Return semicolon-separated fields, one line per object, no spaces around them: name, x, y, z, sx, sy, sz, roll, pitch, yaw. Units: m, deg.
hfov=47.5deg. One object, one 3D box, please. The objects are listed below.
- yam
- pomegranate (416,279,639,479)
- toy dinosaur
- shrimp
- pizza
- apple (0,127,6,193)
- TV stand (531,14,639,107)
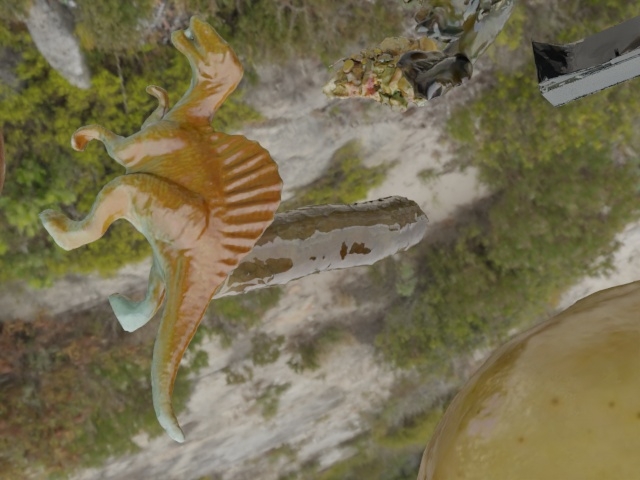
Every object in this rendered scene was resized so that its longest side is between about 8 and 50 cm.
yam;0.000;0.000;0.536;0.241;0.056;0.057;-13;158;-48
pomegranate;0.230;0.204;0.392;0.410;0.410;0.410;-23;160;-9
toy dinosaur;-0.071;-0.013;0.414;0.142;0.212;0.057;-33;166;-2
shrimp;0.092;-0.152;0.465;0.254;0.059;0.145;-56;168;-38
pizza;0.108;-0.307;1.295;0.069;0.226;0.147;38;73;-56
apple;-0.458;-0.072;0.677;0.288;0.288;0.317;-7;149;-42
TV stand;0.259;-0.153;0.450;0.257;0.048;0.040;-17;155;36
